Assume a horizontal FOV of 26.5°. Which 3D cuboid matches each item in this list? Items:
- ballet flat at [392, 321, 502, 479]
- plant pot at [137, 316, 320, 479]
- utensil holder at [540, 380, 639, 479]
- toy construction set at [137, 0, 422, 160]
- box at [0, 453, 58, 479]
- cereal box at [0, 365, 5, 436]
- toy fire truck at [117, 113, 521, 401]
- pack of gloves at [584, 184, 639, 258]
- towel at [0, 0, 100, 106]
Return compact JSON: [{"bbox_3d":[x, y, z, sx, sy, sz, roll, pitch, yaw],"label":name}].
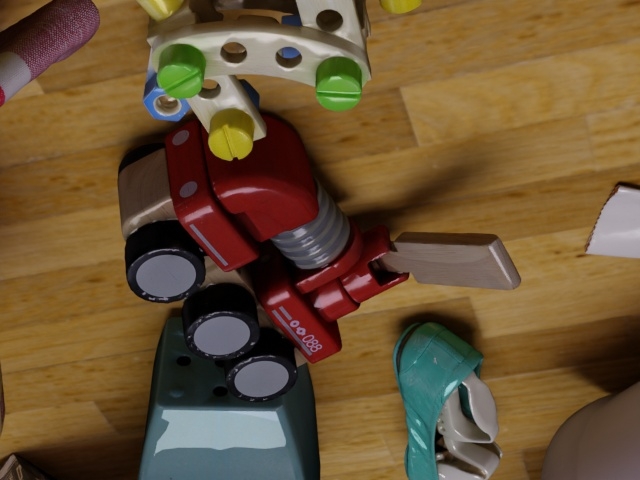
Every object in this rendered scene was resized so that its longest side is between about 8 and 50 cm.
[{"bbox_3d":[0.120,0.174,1.225,0.087,0.083,0.247,29,149,33],"label":"ballet flat"},{"bbox_3d":[-0.083,0.186,1.202,0.165,0.166,0.234,1,133,0],"label":"plant pot"},{"bbox_3d":[0.420,0.190,1.062,0.327,0.328,0.385,25,134,-25],"label":"utensil holder"},{"bbox_3d":[-0.049,-0.190,0.787,0.215,0.151,0.328,-7,149,10],"label":"toy construction set"},{"bbox_3d":[-0.189,0.359,1.306,0.076,0.307,0.242,-49,127,-3],"label":"box"},{"bbox_3d":[-0.350,0.082,0.963,0.240,0.047,0.173,5,138,-5],"label":"cereal box"},{"bbox_3d":[0.000,0.000,1.007,0.246,0.158,0.217,-26,133,12],"label":"toy fire truck"},{"bbox_3d":[0.344,-0.024,1.034,0.232,0.046,0.195,8,138,-7],"label":"pack of gloves"},{"bbox_3d":[-0.284,-0.014,0.805,0.037,0.329,0.237,49,150,-19],"label":"towel"}]
